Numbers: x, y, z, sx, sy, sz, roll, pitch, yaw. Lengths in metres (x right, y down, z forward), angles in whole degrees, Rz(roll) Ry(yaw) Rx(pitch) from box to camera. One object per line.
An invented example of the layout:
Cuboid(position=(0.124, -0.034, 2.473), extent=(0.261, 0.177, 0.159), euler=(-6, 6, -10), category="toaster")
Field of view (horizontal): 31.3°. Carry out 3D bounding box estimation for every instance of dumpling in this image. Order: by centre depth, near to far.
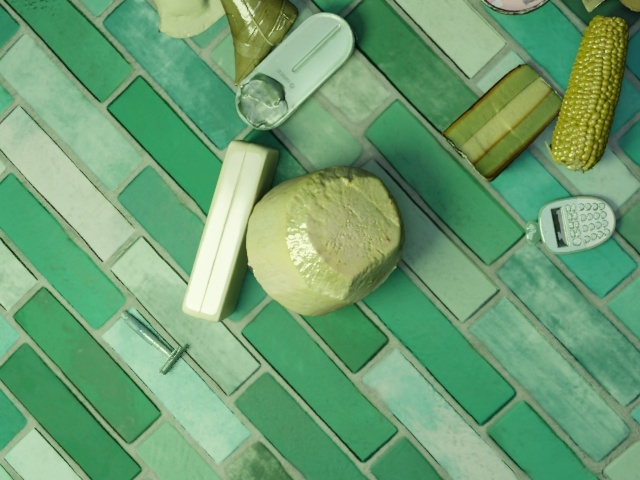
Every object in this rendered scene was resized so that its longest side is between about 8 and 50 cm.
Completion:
Cuboid(position=(-0.227, -0.472, 1.967), extent=(0.167, 0.126, 0.215), euler=(-11, 88, -14), category="dumpling")

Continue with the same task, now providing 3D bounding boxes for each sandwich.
Cuboid(position=(0.307, -0.198, 1.882), extent=(0.187, 0.144, 0.117), euler=(-44, 88, 9), category="sandwich")

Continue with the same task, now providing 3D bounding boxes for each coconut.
Cuboid(position=(0.000, 0.000, 1.904), extent=(0.239, 0.244, 0.239), euler=(6, 76, -26), category="coconut")

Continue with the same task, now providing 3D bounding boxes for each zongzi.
Cuboid(position=(-0.156, -0.379, 1.954), extent=(0.189, 0.081, 0.178), euler=(35, 107, -23), category="zongzi")

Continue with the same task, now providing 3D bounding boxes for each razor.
Cuboid(position=(-0.310, 0.174, 2.059), extent=(0.135, 0.040, 0.068), euler=(39, 98, 10), category="razor")

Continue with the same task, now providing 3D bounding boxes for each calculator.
Cuboid(position=(0.423, -0.026, 1.934), extent=(0.153, 0.021, 0.095), euler=(-11, 91, 9), category="calculator")

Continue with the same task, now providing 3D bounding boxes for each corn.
Cuboid(position=(0.447, -0.241, 1.883), extent=(0.091, 0.091, 0.260), euler=(20, 98, 51), category="corn")

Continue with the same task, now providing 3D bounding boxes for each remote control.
Cuboid(position=(-0.043, -0.292, 1.978), extent=(0.247, 0.052, 0.104), euler=(-42, 85, 9), category="remote control")

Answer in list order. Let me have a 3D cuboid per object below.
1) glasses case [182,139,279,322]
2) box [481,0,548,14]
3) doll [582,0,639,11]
Cuboid(position=(-0.153, -0.018, 1.972), extent=(0.070, 0.131, 0.312), euler=(18, 96, 7), category="glasses case")
Cuboid(position=(0.321, -0.442, 1.870), extent=(0.151, 0.135, 0.151), euler=(1, 97, 10), category="box")
Cuboid(position=(0.530, -0.436, 1.850), extent=(0.221, 0.105, 0.115), euler=(-31, 95, 7), category="doll")
